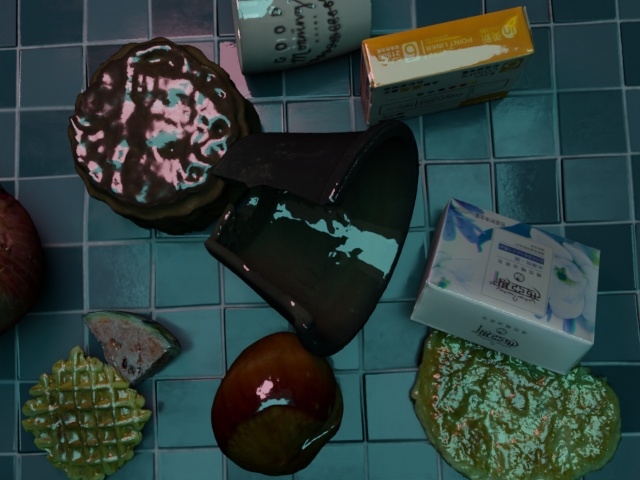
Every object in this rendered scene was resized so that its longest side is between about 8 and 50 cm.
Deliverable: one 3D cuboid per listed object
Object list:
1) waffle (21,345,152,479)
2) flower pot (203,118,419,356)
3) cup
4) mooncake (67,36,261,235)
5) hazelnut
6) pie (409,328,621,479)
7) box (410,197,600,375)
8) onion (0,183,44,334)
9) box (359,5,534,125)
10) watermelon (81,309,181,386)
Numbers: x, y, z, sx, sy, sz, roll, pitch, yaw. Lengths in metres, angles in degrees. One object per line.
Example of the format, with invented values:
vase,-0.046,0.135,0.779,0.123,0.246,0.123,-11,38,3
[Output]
waffle,-0.408,0.309,1.264,0.214,0.054,0.208,40,101,1
flower pot,-0.022,-0.035,1.170,0.251,0.379,0.379,19,85,24
cup,-0.037,-0.423,1.248,0.234,0.258,0.186,-9,45,-6
mooncake,-0.264,-0.174,1.255,0.324,0.187,0.324,0,83,3
hazelnut,-0.076,0.269,1.185,0.217,0.251,0.217,0,45,0
pie,0.328,0.283,1.252,0.371,0.078,0.296,34,85,6
box,0.309,0.072,1.210,0.274,0.116,0.203,20,51,4
onion,-0.630,0.026,1.169,0.353,0.353,0.354,0,84,1
box,0.204,-0.290,1.239,0.273,0.221,0.091,-13,82,2
watermelon,-0.331,0.188,1.285,0.187,0.071,0.139,16,104,16
